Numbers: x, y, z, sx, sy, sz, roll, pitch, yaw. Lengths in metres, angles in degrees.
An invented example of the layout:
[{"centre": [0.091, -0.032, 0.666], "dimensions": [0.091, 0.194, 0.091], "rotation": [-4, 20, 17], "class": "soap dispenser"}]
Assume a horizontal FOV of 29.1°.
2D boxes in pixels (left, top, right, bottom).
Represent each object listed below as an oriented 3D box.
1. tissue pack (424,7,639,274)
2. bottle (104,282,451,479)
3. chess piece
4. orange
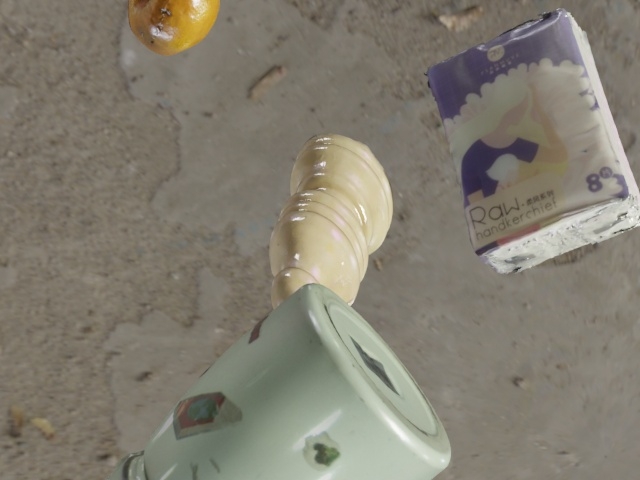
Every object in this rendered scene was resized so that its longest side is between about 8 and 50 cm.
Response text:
[{"centre": [0.313, -0.144, 1.821], "dimensions": [0.242, 0.125, 0.344], "rotation": [-22, 61, 20], "class": "tissue pack"}, {"centre": [-0.067, 0.229, 1.139], "dimensions": [0.351, 0.229, 0.229], "rotation": [-42, 74, 9], "class": "bottle"}, {"centre": [0.000, 0.000, 1.343], "dimensions": [0.124, 0.307, 0.139], "rotation": [9, 116, 8], "class": "chess piece"}, {"centre": [-0.114, -0.184, 0.971], "dimensions": [0.086, 0.062, 0.086], "rotation": [-28, 53, 46], "class": "orange"}]
